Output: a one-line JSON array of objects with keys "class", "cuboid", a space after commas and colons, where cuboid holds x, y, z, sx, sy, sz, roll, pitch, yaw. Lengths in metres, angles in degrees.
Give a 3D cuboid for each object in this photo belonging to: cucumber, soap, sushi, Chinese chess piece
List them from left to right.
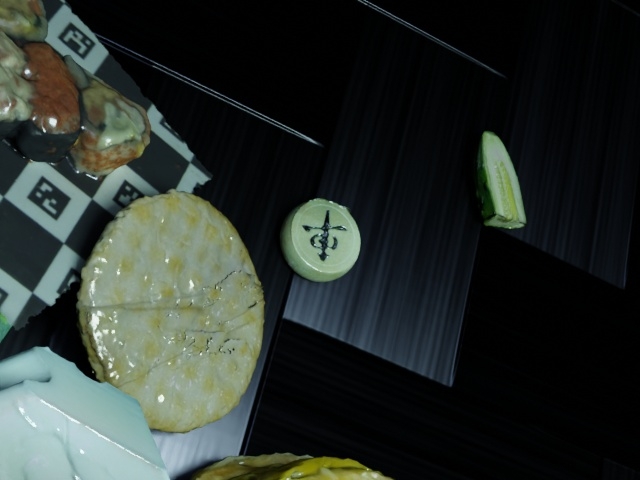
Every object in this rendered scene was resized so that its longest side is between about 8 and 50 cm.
[{"class": "soap", "cuboid": [-0.253, 0.194, 0.788, 0.289, 0.095, 0.173, -21, 108, -13]}, {"class": "sushi", "cuboid": [-0.256, -0.139, 0.948, 0.339, 0.069, 0.320, 50, 36, -4]}, {"class": "Chinese chess piece", "cuboid": [0.000, 0.000, 1.119, 0.084, 0.034, 0.084, 9, 69, -24]}, {"class": "cucumber", "cuboid": [0.190, -0.067, 1.243, 0.067, 0.035, 0.107, 10, 65, -44]}]

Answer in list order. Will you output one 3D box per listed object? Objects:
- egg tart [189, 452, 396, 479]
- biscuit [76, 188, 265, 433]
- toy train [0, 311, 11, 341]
[{"class": "egg tart", "cuboid": [0.018, 0.280, 0.900, 0.341, 0.129, 0.341, 21, 29, -12]}, {"class": "biscuit", "cuboid": [-0.125, 0.062, 0.987, 0.219, 0.033, 0.220, 8, 80, -49]}, {"class": "toy train", "cuboid": [-0.333, 0.092, 0.866, 0.200, 0.083, 0.132, -56, 141, -19]}]
